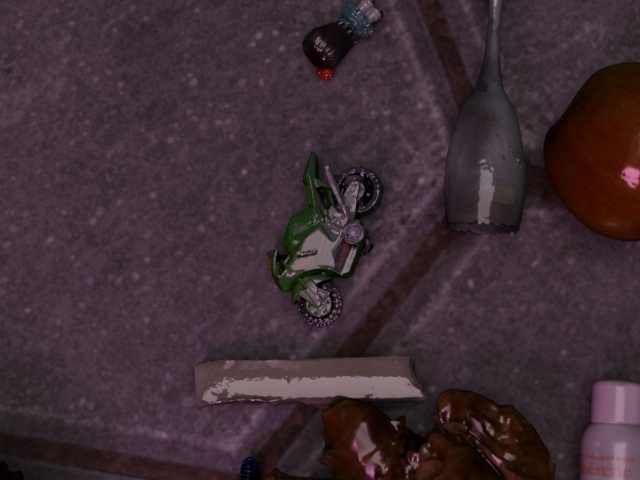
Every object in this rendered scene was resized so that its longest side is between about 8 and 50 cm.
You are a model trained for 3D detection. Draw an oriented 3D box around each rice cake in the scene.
[{"bbox_3d":[-0.012,0.160,1.383,0.256,0.052,0.057,-2,48,1],"label":"rice cake"}]

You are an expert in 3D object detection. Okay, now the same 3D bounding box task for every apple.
[{"bbox_3d":[0.340,-0.100,1.345,0.195,0.196,0.196,0,82,2],"label":"apple"}]

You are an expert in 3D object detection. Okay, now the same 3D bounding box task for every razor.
[{"bbox_3d":[-0.084,0.317,1.377,0.044,0.028,0.155,4,83,7],"label":"razor"}]

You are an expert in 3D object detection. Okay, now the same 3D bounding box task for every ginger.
[{"bbox_3d":[0.097,0.299,1.301,0.357,0.152,0.274,-5,91,1],"label":"ginger"}]

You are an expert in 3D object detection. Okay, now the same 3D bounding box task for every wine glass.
[{"bbox_3d":[0.211,-0.173,1.323,0.096,0.264,0.310,7,82,-13],"label":"wine glass"}]

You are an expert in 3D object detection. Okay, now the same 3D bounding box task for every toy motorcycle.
[{"bbox_3d":[0.000,0.000,1.405,0.106,0.074,0.190,18,83,13],"label":"toy motorcycle"}]

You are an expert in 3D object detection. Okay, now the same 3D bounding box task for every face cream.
[{"bbox_3d":[0.317,0.284,1.343,0.081,0.082,0.269,2,82,2],"label":"face cream"}]

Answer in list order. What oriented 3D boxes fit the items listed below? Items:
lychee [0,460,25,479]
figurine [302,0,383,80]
[{"bbox_3d":[-0.404,0.352,1.250,0.306,0.330,0.306,2,86,-26],"label":"lychee"},{"bbox_3d":[0.027,-0.238,1.448,0.106,0.047,0.060,-41,119,-11],"label":"figurine"}]
